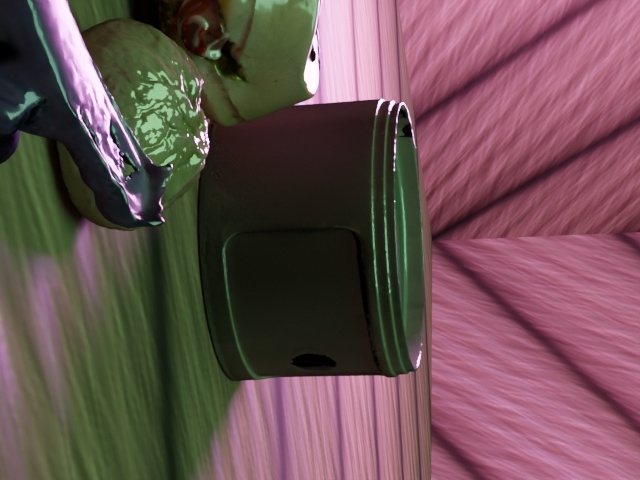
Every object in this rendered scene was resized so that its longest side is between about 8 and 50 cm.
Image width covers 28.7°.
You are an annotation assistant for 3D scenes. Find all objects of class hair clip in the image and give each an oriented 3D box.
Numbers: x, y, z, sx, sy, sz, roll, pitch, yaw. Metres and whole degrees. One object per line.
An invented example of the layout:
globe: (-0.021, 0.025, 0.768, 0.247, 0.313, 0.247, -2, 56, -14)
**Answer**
hair clip: (-0.134, -0.117, 0.443, 0.137, 0.090, 0.278, -81, 161, -58)

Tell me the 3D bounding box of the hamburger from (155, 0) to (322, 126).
hamburger: (-0.056, -0.185, 0.863, 0.173, 0.116, 0.210, 88, 0, -64)

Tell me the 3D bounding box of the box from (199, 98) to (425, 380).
box: (0.000, 0.000, 1.020, 0.226, 0.149, 0.226, -3, 90, -80)

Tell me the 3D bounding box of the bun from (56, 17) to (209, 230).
bun: (-0.097, -0.063, 0.676, 0.115, 0.069, 0.115, -2, 90, -79)
